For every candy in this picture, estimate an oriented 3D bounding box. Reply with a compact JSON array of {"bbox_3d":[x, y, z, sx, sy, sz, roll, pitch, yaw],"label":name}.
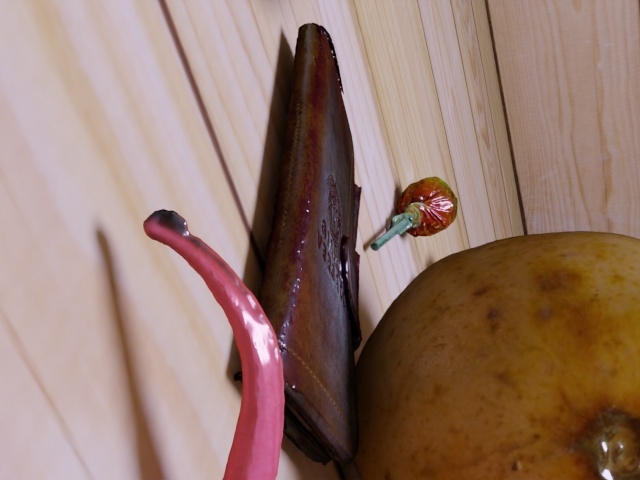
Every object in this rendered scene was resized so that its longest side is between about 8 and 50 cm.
[{"bbox_3d":[0.078,-0.017,0.793,0.201,0.060,0.060,-31,113,-65],"label":"candy"}]

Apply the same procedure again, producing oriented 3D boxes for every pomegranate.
[{"bbox_3d":[0.145,0.109,0.575,0.260,0.260,0.260,-7,90,-74],"label":"pomegranate"}]

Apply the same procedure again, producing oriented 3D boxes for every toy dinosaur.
[{"bbox_3d":[-0.026,0.136,0.365,0.139,0.070,0.286,45,37,-80],"label":"toy dinosaur"}]

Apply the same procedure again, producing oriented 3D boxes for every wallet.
[{"bbox_3d":[0.000,0.000,0.539,0.137,0.031,0.255,63,26,-49],"label":"wallet"}]

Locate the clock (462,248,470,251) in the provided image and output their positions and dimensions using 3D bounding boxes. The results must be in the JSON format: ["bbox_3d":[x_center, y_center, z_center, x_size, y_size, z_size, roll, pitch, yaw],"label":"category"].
[{"bbox_3d":[0.187,0.149,0.968,0.309,0.114,0.284,10,75,-72],"label":"clock"}]
